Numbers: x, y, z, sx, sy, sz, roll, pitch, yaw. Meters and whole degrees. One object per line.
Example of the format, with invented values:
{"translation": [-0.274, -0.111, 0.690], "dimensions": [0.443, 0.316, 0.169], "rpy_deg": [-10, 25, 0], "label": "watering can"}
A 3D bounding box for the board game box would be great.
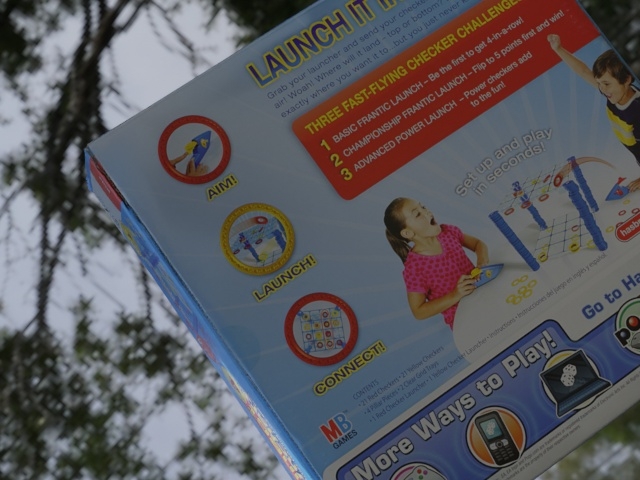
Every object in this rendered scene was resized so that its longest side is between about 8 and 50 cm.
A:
{"translation": [0.068, -0.004, 0.860], "dimensions": [0.302, 0.308, 0.086], "rpy_deg": [55, 166, 8], "label": "board game box"}
